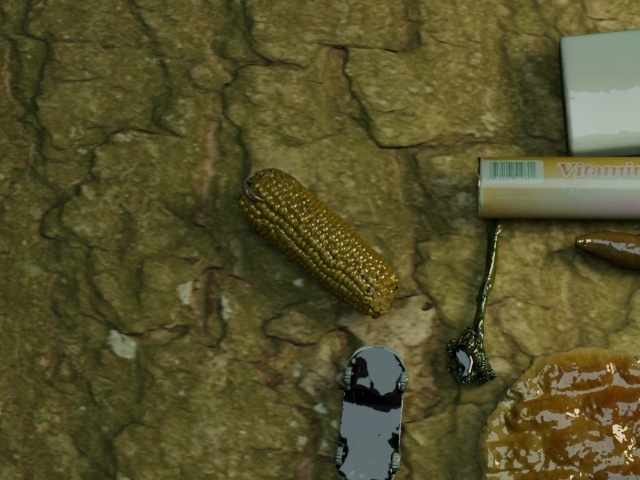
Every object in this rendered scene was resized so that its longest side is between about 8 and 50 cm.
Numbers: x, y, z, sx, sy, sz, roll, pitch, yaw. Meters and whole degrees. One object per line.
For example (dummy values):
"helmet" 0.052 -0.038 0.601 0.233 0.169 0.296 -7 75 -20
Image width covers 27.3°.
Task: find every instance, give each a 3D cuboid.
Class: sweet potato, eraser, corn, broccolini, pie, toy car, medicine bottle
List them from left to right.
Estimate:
"corn" 0.000 0.000 1.936 0.293 0.106 0.106 38 82 15
"toy car" 0.074 0.250 1.874 0.095 0.056 0.205 4 71 9
"broccolini" 0.232 0.090 1.920 0.057 0.071 0.254 -12 58 48
"pie" 0.377 0.309 1.808 0.339 0.083 0.340 -3 72 9
"medicine bottle" 0.439 -0.077 1.894 0.425 0.108 0.108 1 74 8
"eraser" 0.501 -0.221 1.932 0.289 0.104 0.189 -4 76 7
"sweet potato" 0.500 0.019 1.885 0.273 0.067 0.067 8 75 4
